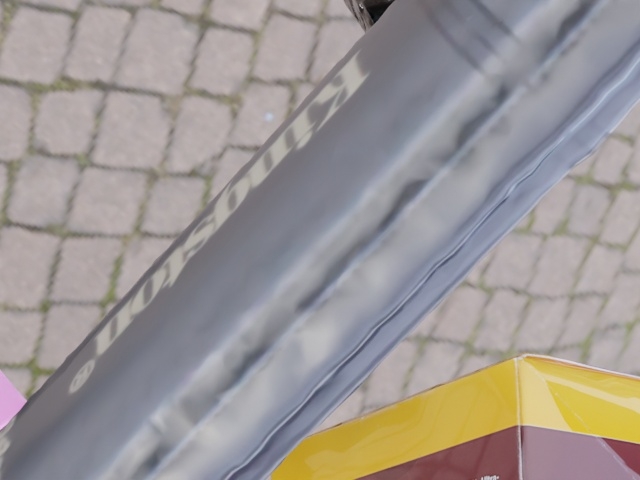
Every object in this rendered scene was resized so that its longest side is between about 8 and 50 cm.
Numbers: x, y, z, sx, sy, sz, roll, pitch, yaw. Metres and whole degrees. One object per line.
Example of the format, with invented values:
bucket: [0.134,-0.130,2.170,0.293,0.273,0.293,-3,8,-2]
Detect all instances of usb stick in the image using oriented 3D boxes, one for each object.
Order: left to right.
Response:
usb stick: [0.000,0.000,0.355,0.045,0.077,0.278,36,105,-27]

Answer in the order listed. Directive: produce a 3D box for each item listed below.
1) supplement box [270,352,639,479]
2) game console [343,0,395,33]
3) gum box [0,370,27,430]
supplement box: [0.097,0.154,0.480,0.191,0.129,0.194,13,66,-30]
game console: [0.099,-0.247,1.175,0.213,0.361,0.044,-22,124,-3]
gum box: [-0.204,0.064,0.669,0.107,0.188,0.062,-33,146,-23]
